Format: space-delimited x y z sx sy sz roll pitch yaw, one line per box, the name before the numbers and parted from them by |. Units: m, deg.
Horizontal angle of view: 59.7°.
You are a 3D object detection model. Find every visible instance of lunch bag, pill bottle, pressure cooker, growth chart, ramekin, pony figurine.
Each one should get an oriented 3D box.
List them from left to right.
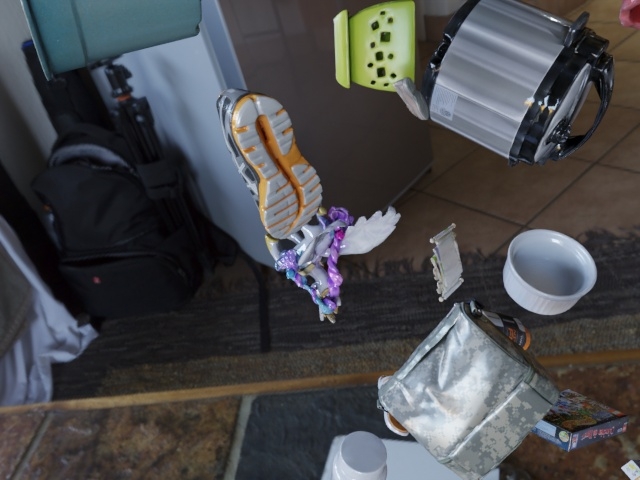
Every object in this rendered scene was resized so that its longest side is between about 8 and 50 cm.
pony figurine | 0.000 0.000 1.517 0.303 0.351 0.363 -8 52 -41
pill bottle | 0.110 0.701 1.644 0.161 0.282 0.160 3 38 -2
growth chart | 0.435 0.077 1.919 0.172 0.237 0.021 -23 17 -39
lunch bag | 0.302 0.305 1.181 0.305 0.256 0.212 -49 13 13
pill bottle | 0.516 0.276 1.647 0.246 0.130 0.130 16 18 -36
pressure cooker | 0.516 -0.392 1.429 0.421 0.375 0.370 33 13 21
ramekin | 0.738 0.109 1.827 0.278 0.135 0.277 1 51 -1

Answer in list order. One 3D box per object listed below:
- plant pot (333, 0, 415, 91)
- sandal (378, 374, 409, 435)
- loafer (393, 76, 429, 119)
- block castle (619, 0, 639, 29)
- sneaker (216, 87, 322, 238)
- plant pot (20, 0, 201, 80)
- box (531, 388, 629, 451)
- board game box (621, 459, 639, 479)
plant pot | 0.144 -0.523 1.508 0.207 0.228 0.227 -1 22 5
sandal | 0.237 0.466 1.637 0.102 0.076 0.265 27 17 -9
loafer | 0.212 -0.328 1.297 0.039 0.125 0.045 -3 54 38
block castle | 0.532 -0.313 0.499 0.303 0.453 0.212 13 83 -5
sneaker | -0.061 -0.090 0.658 0.084 0.214 0.083 -34 48 -18
plant pot | -0.442 -0.534 1.157 0.334 0.340 0.341 -16 35 -18
box | 0.581 0.414 1.304 0.233 0.044 0.159 0 9 -34
board game box | 0.644 0.476 1.076 0.026 0.154 0.103 -46 51 16
